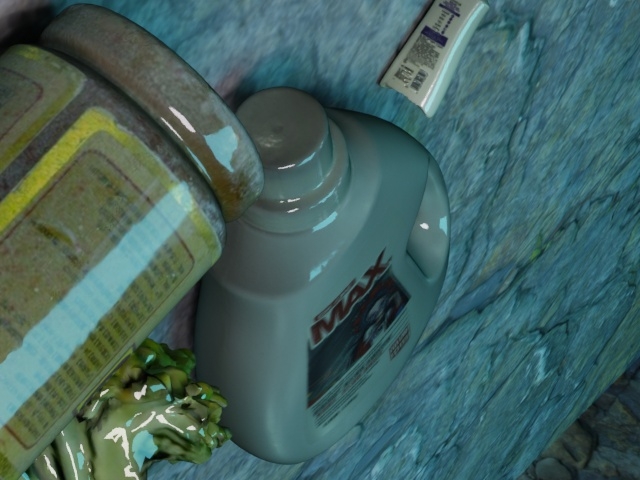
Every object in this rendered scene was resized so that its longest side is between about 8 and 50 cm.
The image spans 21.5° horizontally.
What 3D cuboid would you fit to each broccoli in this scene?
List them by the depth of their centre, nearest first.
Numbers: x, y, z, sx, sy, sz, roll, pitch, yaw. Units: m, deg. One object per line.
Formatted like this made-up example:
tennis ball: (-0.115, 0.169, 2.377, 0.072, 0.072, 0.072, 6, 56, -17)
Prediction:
broccoli: (-0.143, 0.147, 1.015, 0.242, 0.273, 0.180, -58, -165, 16)

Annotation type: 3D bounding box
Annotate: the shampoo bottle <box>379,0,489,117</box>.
shampoo bottle: (0.102, -0.167, 1.312, 0.141, 0.049, 0.034, -59, 156, 9)

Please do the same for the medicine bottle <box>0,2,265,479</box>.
medicine bottle: (-0.180, 0.041, 0.823, 0.322, 0.151, 0.151, -48, 161, -17)

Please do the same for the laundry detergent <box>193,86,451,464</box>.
laundry detergent: (0.000, 0.000, 1.253, 0.264, 0.124, 0.398, -47, 159, -17)
